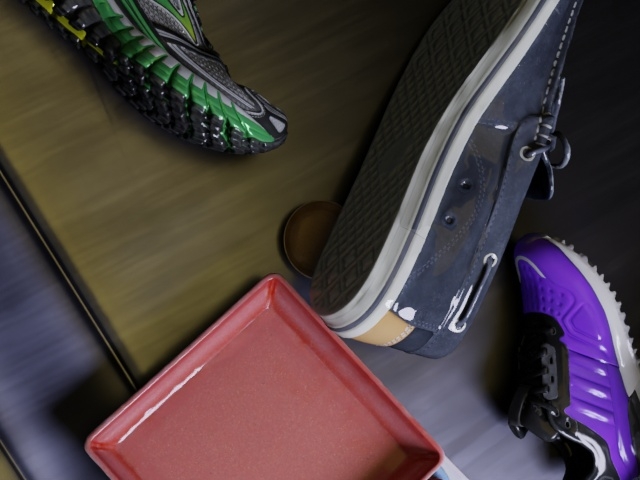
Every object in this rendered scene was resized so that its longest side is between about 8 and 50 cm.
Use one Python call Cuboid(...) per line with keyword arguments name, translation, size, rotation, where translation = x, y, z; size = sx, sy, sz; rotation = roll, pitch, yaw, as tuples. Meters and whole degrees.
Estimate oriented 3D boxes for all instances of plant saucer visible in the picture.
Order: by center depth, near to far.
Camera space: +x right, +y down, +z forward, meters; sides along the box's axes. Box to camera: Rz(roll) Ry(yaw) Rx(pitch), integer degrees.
Cuboid(name="plant saucer", translation=(-0.054, 0.209, 1.306), size=(0.259, 0.048, 0.258), rotation=(-42, 87, -16))
Cuboid(name="plant saucer", translation=(0.000, 0.000, 1.373), size=(0.083, 0.015, 0.083), rotation=(1, 86, -17))

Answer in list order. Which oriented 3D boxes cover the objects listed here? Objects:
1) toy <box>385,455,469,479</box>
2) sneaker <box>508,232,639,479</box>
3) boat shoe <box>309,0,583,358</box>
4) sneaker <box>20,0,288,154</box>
Cuboid(name="toy", translation=(0.106, 0.287, 1.369), size=(0.237, 0.056, 0.137), rotation=(47, 73, -10))
Cuboid(name="sneaker", translation=(0.255, 0.141, 1.401), size=(0.146, 0.102, 0.293), rotation=(-27, 95, -17))
Cuboid(name="boat shoe", translation=(0.164, -0.106, 1.350), size=(0.156, 0.187, 0.500), rotation=(31, 78, -23))
Cuboid(name="sneaker", translation=(-0.154, -0.217, 1.275), size=(0.343, 0.134, 0.146), rotation=(44, 75, -10))
